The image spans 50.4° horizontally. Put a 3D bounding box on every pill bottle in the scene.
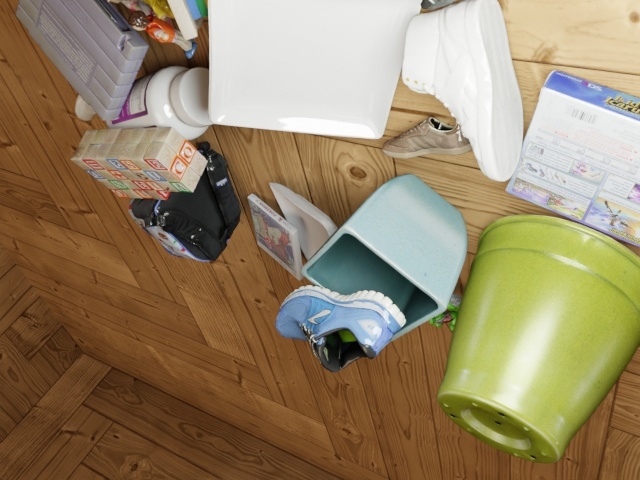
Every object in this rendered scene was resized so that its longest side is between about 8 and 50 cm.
[{"bbox_3d":[-0.352,-0.304,1.560,0.301,0.169,0.169,-2,131,45],"label":"pill bottle"}]

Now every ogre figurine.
[{"bbox_3d":[0.286,0.165,1.623,0.197,0.097,0.118,20,158,44],"label":"ogre figurine"}]

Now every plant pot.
[{"bbox_3d":[0.156,0.013,1.402,0.248,0.252,0.247,39,147,-3],"label":"plant pot"},{"bbox_3d":[0.396,0.204,1.275,0.366,0.353,0.366,28,156,13],"label":"plant pot"}]

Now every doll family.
[{"bbox_3d":[-0.330,-0.476,1.329,0.163,0.118,0.263,20,-160,-42],"label":"doll family"}]

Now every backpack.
[{"bbox_3d":[-0.347,-0.077,1.778,0.213,0.276,0.263,9,146,44],"label":"backpack"}]

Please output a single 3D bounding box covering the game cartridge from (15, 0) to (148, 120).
[{"bbox_3d":[-0.534,-0.465,1.505,0.355,0.068,0.230,49,135,10],"label":"game cartridge"}]

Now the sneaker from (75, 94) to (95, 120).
[{"bbox_3d":[-0.585,-0.371,1.793,0.094,0.080,0.212,28,148,-9],"label":"sneaker"}]

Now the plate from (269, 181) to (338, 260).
[{"bbox_3d":[0.000,0.000,1.652,0.278,0.045,0.277,40,160,49],"label":"plate"}]

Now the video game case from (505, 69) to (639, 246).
[{"bbox_3d":[0.465,-0.125,1.110,0.269,0.061,0.244,26,146,17],"label":"video game case"}]

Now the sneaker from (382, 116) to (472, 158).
[{"bbox_3d":[0.199,-0.200,1.284,0.188,0.066,0.071,2,117,35],"label":"sneaker"}]

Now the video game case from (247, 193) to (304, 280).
[{"bbox_3d":[-0.118,-0.007,1.804,0.183,0.023,0.201,39,152,31],"label":"video game case"}]

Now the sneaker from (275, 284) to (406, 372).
[{"bbox_3d":[0.010,0.181,1.383,0.330,0.147,0.130,-7,128,49],"label":"sneaker"}]

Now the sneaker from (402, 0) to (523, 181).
[{"bbox_3d":[0.229,-0.240,1.123,0.169,0.108,0.292,4,114,45],"label":"sneaker"}]

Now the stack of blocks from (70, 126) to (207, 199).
[{"bbox_3d":[-0.406,-0.174,1.568,0.297,0.087,0.171,5,154,35],"label":"stack of blocks"}]

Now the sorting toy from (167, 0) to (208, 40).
[{"bbox_3d":[-0.237,-0.522,1.138,0.089,0.257,0.255,-15,141,3],"label":"sorting toy"}]

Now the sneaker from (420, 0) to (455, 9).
[{"bbox_3d":[0.123,-0.450,0.986,0.276,0.097,0.135,46,144,-17],"label":"sneaker"}]

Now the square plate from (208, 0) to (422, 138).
[{"bbox_3d":[-0.026,-0.325,1.221,0.347,0.049,0.344,4,145,-6],"label":"square plate"}]
